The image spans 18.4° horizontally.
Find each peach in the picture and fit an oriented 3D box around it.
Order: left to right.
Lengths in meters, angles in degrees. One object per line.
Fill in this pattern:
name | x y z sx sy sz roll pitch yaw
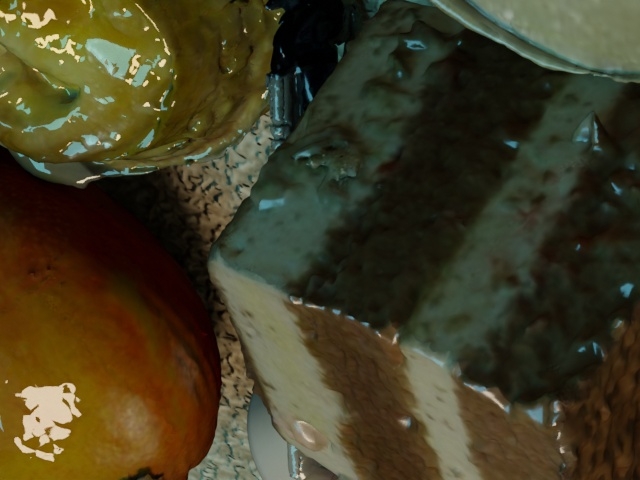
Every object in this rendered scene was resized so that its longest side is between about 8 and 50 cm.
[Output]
peach | -0.259 0.080 1.633 0.372 0.290 0.372 46 -179 -1

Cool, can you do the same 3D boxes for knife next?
knife | 0.003 0.001 1.388 0.043 0.089 0.365 13 108 52

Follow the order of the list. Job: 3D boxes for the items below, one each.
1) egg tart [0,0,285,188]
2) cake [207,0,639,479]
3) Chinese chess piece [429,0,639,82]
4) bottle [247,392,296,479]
egg tart | -0.175 -0.160 1.409 0.341 0.129 0.341 6 131 7
cake | 0.107 0.033 1.234 0.290 0.255 0.282 21 151 28
Chinese chess piece | 0.167 -0.249 1.069 0.338 0.140 0.338 24 135 26
bottle | 0.066 0.120 1.496 0.236 0.147 0.147 -31 99 44
